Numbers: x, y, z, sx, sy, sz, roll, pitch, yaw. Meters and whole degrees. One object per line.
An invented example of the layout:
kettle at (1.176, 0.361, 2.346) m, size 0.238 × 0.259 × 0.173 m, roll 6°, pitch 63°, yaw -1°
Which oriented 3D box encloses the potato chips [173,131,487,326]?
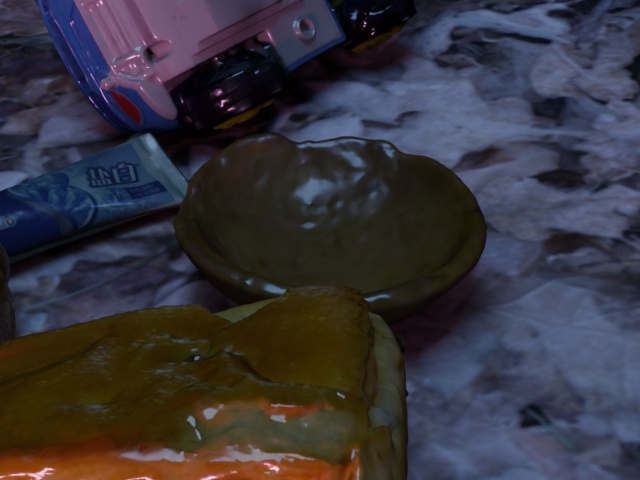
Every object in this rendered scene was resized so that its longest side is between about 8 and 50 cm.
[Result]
potato chips at (0.001, 0.001, 0.855) m, size 0.195 × 0.062 × 0.208 m, roll -27°, pitch 38°, yaw -37°

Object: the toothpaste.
toothpaste at (-0.208, -0.005, 0.914) m, size 0.268 × 0.047 × 0.069 m, roll -22°, pitch 24°, yaw -29°

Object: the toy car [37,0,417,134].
toy car at (-0.069, -0.200, 1.078) m, size 0.166 × 0.198 × 0.314 m, roll -17°, pitch 15°, yaw 49°

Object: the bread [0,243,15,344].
bread at (-0.226, 0.052, 0.801) m, size 0.106 × 0.082 × 0.125 m, roll -1°, pitch 23°, yaw -11°

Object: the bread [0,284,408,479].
bread at (-0.077, 0.094, 0.641) m, size 0.235 × 0.099 × 0.210 m, roll -13°, pitch 18°, yaw 7°
